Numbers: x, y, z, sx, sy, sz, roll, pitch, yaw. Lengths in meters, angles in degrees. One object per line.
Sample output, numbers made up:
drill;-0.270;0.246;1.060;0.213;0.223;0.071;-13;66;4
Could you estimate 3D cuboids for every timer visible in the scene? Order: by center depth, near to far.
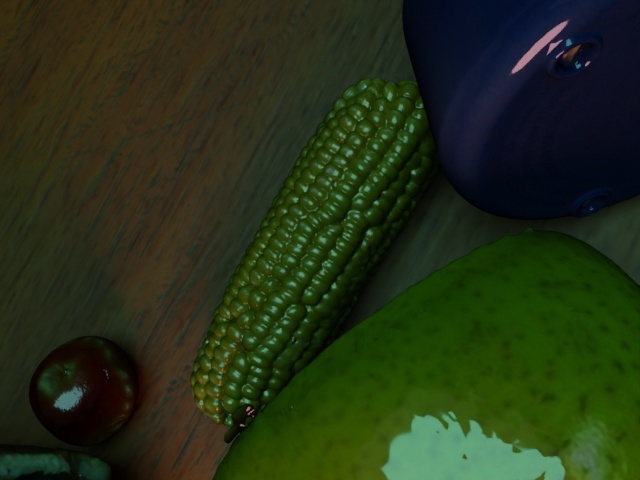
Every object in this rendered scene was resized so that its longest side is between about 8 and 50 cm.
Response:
timer;0.147;-0.237;0.560;0.270;0.270;0.384;-24;62;7

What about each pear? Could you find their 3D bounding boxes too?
pear;0.117;0.195;0.481;0.342;0.238;0.318;-40;67;3

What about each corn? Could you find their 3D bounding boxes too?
corn;0.000;0.000;0.604;0.101;0.101;0.310;33;89;15

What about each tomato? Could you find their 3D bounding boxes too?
tomato;-0.189;0.119;0.638;0.087;0.075;0.087;-3;77;11

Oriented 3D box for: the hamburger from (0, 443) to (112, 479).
hamburger;-0.239;0.234;0.584;0.288;0.192;0.168;-9;72;36
